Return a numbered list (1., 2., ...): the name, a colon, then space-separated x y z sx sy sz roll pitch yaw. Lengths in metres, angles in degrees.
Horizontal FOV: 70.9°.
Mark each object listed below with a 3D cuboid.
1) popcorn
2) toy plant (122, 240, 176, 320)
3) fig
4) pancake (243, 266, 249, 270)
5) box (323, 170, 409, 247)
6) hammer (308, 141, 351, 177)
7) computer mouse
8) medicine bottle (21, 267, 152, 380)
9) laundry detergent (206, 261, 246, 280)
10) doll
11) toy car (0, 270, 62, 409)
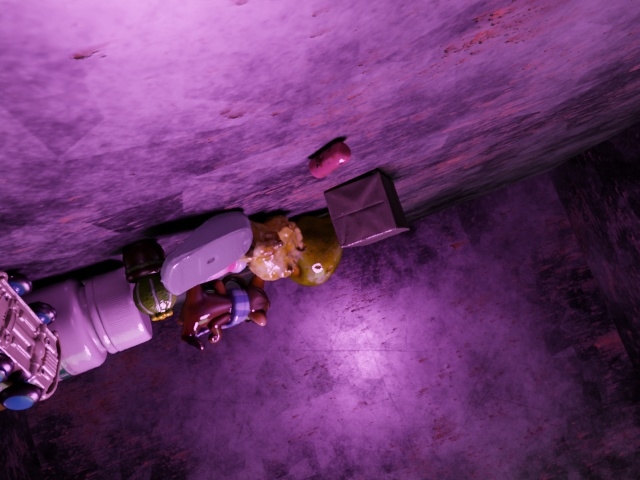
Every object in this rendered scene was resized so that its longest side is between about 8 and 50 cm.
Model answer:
1. popcorn: -0.124 0.008 1.127 0.168 0.173 0.195 -55 149 -9
2. toy plant: -0.353 0.087 0.940 0.092 0.162 0.093 -21 173 -3
3. fig: 0.000 0.000 1.353 0.275 0.206 0.206 -42 -172 -35
4. pancake: -0.234 0.066 1.706 0.294 0.050 0.294 -18 176 -1
5. box: 0.127 -0.076 1.172 0.148 0.156 0.231 -20 176 17
6. hammer: 0.016 -0.138 0.770 0.043 0.043 0.083 -14 170 -46
7. computer mouse: -0.238 0.018 0.934 0.231 0.079 0.128 -33 152 -37
8. medicine bottle: -0.566 0.195 0.983 0.339 0.208 0.208 -19 174 -16
9. laundry detergent: -0.355 0.083 1.269 0.159 0.088 0.335 -20 176 39
10. doll: -0.361 0.246 1.659 0.339 0.318 0.209 -4 146 -31
11. toy car: -0.582 0.184 0.754 0.198 0.204 0.248 -14 134 -8
